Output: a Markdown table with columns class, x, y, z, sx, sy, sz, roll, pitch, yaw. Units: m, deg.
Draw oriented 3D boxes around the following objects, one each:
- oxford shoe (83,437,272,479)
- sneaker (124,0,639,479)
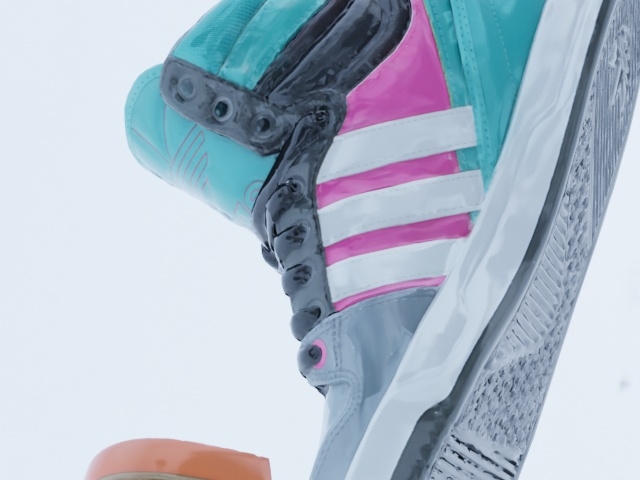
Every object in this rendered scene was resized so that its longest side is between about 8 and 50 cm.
| class | x | y | z | sx | sy | sz | roll | pitch | yaw |
| --- | --- | --- | --- | --- | --- | --- | --- | --- | --- |
| oxford shoe | 0.019 | 0.161 | 0.746 | 0.098 | 0.271 | 0.097 | -75 | 167 | -47 |
| sneaker | 0.000 | 0.000 | 0.649 | 0.124 | 0.178 | 0.295 | 65 | 43 | -56 |
